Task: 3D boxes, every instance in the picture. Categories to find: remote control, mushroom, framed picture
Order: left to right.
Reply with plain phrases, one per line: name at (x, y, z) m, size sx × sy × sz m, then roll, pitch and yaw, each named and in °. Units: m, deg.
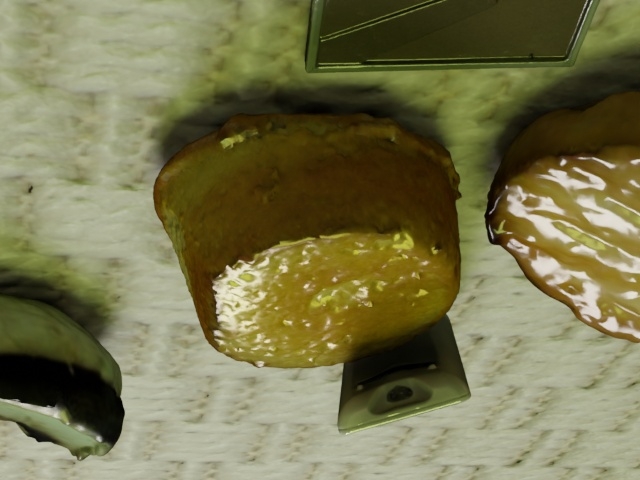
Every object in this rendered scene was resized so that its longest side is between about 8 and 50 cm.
mushroom at (-0.339, 0.119, 1.286) m, size 0.344 × 0.129 × 0.247 m, roll 15°, pitch 161°, yaw -28°
remote control at (0.067, 0.100, 1.225) m, size 0.109 × 0.055 × 0.313 m, roll -16°, pitch -174°, yaw 4°
framed picture at (0.094, -0.167, 0.950) m, size 0.203 × 0.015 × 0.150 m, roll -2°, pitch 150°, yaw -6°

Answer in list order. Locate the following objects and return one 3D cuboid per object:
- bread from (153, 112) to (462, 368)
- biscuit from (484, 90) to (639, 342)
bread at (0.000, 0.000, 1.100) m, size 0.269 × 0.145 × 0.268 m, roll -7°, pitch 150°, yaw -4°
biscuit at (0.283, -0.016, 1.100) m, size 0.296 × 0.102 × 0.296 m, roll 18°, pitch 152°, yaw 10°
